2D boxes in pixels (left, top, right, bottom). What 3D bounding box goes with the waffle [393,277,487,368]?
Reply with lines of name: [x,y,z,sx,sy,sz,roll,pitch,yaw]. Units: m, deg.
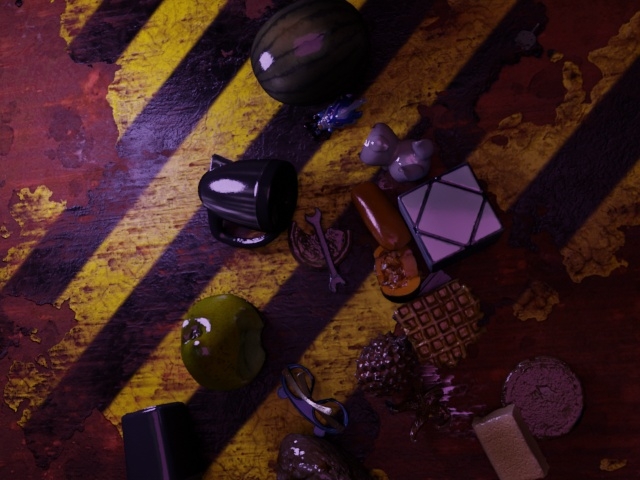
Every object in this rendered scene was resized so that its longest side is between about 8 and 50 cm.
waffle: [0.344,0.237,1.600,0.229,0.057,0.219,-25,87,4]

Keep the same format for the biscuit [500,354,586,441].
biscuit: [0.586,0.414,1.551,0.226,0.042,0.226,-1,86,12]

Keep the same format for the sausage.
sausage: [0.167,-0.065,1.623,0.098,0.098,0.238,-35,58,6]

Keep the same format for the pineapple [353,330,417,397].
pineapple: [0.181,0.321,1.562,0.166,0.166,0.193,34,117,11]

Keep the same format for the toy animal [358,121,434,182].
toy animal: [0.207,-0.239,1.607,0.193,0.178,0.127,29,94,13]

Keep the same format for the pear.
pear: [-0.268,0.280,1.626,0.159,0.292,0.292,-7,84,20]

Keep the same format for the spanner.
spanner: [0.014,0.027,1.686,0.054,0.015,0.254,-20,82,8]

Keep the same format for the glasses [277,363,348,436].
glasses: [-0.007,0.427,1.613,0.239,0.207,0.102,46,60,7]

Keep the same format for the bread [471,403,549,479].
bread: [0.491,0.532,1.526,0.125,0.068,0.188,-32,83,28]

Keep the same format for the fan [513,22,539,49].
fan: [0.583,-0.575,1.648,0.056,0.004,0.083,39,93,12]

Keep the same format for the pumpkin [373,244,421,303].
pumpkin: [0.213,0.100,1.612,0.119,0.107,0.183,-16,51,9]

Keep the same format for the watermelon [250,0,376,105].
watermelon: [-0.015,-0.524,1.622,0.359,0.279,0.279,-23,82,11]

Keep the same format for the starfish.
starfish: [0.265,0.440,1.573,0.146,0.074,0.190,-18,108,4]

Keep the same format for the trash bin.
trash bin: [-0.445,0.613,1.654,0.182,0.209,0.290,-16,77,10]

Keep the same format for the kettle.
kettle: [-0.221,-0.126,1.694,0.271,0.250,0.207,9,57,18]

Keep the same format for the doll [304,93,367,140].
doll: [0.049,-0.361,1.705,0.195,0.070,0.096,-29,104,15]

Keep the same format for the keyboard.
keyboard: [0.283,0.160,1.644,0.060,0.018,0.195,41,94,5]

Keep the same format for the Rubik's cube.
Rubik's cube: [0.336,-0.052,1.546,0.205,0.205,0.207,-28,79,4]

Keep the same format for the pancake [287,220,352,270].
pancake: [0.000,0.000,1.708,0.190,0.020,0.184,-28,80,7]

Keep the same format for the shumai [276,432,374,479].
shumai: [-0.017,0.693,1.556,0.346,0.217,0.283,42,94,6]
